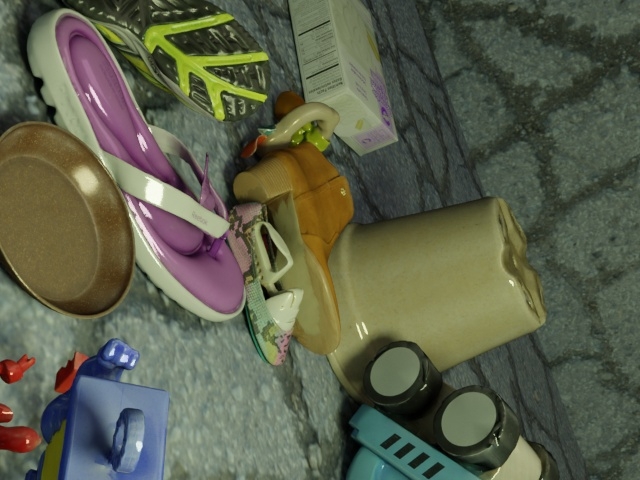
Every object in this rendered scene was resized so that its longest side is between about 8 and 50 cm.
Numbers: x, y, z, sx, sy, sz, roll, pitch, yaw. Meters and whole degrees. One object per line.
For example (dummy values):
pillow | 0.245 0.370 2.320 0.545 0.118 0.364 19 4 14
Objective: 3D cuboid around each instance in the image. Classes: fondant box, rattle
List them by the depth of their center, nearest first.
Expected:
rattle | -0.076 -0.191 1.434 0.200 0.130 0.142 -14 71 -42
fondant box | 0.041 -0.366 1.826 0.238 0.096 0.330 34 42 -56

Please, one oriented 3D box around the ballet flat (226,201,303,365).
ballet flat | -0.068 0.053 1.216 0.077 0.079 0.221 1 71 -67

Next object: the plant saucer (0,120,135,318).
plant saucer | -0.255 -0.016 0.882 0.198 0.036 0.198 47 33 -44

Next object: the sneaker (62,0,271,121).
sneaker | -0.230 -0.285 1.097 0.384 0.145 0.147 49 -16 -18

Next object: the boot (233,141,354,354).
boot | -0.001 0.000 1.341 0.211 0.104 0.295 -27 94 -55

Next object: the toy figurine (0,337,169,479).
toy figurine | -0.181 0.180 0.571 0.191 0.217 0.362 24 43 -26

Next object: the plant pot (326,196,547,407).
plant pot | 0.186 0.080 1.491 0.334 0.306 0.333 50 29 -42

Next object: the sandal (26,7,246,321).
sandal | -0.178 -0.074 1.033 0.416 0.102 0.169 58 24 -27

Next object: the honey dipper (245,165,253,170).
honey dipper | -0.065 -0.054 1.390 0.160 0.030 0.030 51 28 -34

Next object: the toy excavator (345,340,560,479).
toy excavator | 0.149 0.426 1.246 0.433 0.445 0.222 28 -14 45
